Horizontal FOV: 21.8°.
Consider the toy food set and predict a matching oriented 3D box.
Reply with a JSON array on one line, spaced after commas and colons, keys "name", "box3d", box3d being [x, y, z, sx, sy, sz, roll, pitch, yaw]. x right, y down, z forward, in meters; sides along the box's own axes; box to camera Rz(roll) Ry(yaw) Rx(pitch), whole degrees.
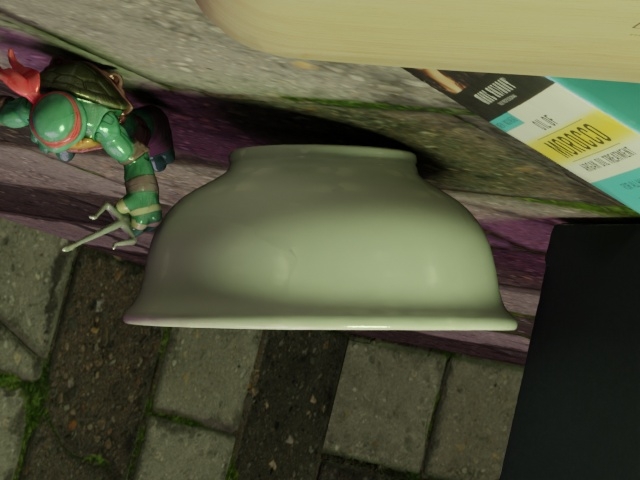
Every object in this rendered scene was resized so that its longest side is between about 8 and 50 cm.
[{"name": "toy food set", "box3d": [0.102, -0.106, 0.472, 0.306, 0.092, 0.220, 3, 177, -4]}]

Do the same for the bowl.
[{"name": "bowl", "box3d": [0.000, 0.000, 1.251, 0.298, 0.134, 0.298, 1, 178, 0]}]

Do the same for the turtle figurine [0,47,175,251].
[{"name": "turtle figurine", "box3d": [-0.182, -0.074, 1.216, 0.175, 0.118, 0.234, 28, -171, 2]}]

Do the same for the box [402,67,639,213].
[{"name": "box", "box3d": [0.108, -0.067, 0.647, 0.244, 0.060, 0.100, 31, 172, -5]}]

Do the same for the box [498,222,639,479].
[{"name": "box", "box3d": [0.372, 0.174, 1.373, 0.395, 0.293, 0.212, 17, 172, -27]}]
